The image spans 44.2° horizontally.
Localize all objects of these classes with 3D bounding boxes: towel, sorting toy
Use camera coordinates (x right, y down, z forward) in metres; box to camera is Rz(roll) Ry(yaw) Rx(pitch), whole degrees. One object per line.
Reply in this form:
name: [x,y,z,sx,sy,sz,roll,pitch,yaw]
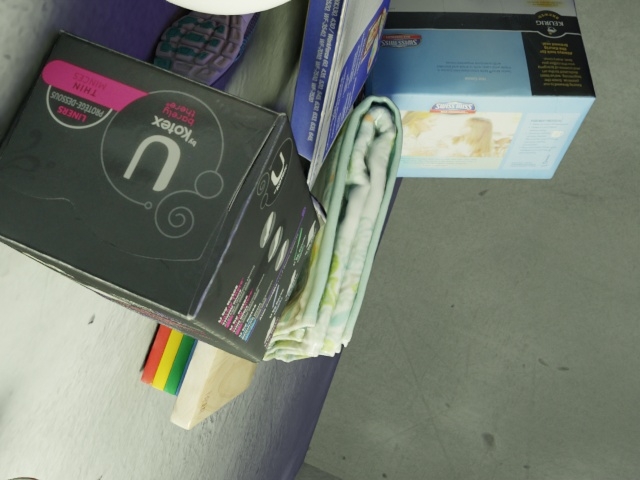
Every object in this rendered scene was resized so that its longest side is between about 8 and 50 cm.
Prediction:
towel: [0.000,0.000,1.184,0.320,0.090,0.374,148,-40,-69]
sorting toy: [-0.118,0.071,0.972,0.257,0.089,0.255,0,111,-80]

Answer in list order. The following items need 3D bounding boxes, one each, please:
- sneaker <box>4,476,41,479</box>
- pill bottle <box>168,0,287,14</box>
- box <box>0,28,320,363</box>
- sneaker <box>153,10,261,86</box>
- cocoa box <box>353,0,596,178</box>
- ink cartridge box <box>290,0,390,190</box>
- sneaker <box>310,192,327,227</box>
sneaker: [-0.281,0.303,0.610,0.279,0.107,0.118,-66,-171,-1]
pill bottle: [-0.031,-0.246,0.471,0.323,0.181,0.181,-56,164,-53]
box: [-0.108,-0.013,0.597,0.270,0.165,0.143,74,38,-76]
sneaker: [-0.089,-0.172,0.687,0.076,0.065,0.166,103,13,-61]
cocoa box: [0.234,-0.253,1.303,0.231,0.347,0.228,97,-7,-61]
ink cartridge box: [0.024,-0.251,0.921,0.303,0.072,0.307,104,10,-50]
sneaker: [-0.056,-0.077,0.807,0.072,0.178,0.077,-25,-148,35]
